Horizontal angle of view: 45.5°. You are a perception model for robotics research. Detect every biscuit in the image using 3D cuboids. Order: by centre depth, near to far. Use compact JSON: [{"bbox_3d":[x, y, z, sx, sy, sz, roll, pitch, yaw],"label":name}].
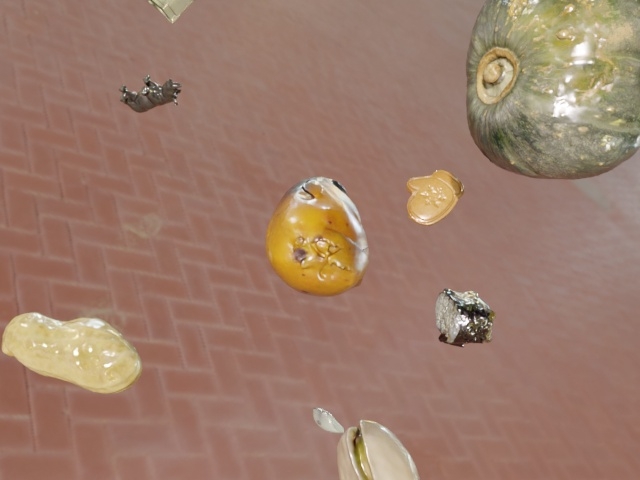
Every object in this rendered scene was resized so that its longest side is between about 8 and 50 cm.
[{"bbox_3d":[0.241,-0.100,1.684,0.118,0.140,0.023,33,-16,14],"label":"biscuit"}]

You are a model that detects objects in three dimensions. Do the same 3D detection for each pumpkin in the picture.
[{"bbox_3d":[0.372,-0.259,1.167,0.258,0.327,0.291,-1,18,-29],"label":"pumpkin"}]

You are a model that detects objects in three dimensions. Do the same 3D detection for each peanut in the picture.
[{"bbox_3d":[-0.520,0.228,1.614,0.319,0.147,0.147,14,25,13],"label":"peanut"}]

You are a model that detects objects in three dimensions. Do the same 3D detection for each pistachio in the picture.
[{"bbox_3d":[0.144,0.609,1.988,0.226,0.208,0.331,-68,141,-72],"label":"pistachio"}]

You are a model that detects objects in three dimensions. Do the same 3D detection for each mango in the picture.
[{"bbox_3d":[0.000,0.000,1.256,0.201,0.153,0.287,49,10,0],"label":"mango"}]

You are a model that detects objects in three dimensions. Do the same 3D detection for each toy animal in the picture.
[{"bbox_3d":[-0.310,-0.273,1.426,0.065,0.136,0.047,41,45,-47],"label":"toy animal"}]

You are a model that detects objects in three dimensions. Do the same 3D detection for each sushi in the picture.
[{"bbox_3d":[0.361,0.205,1.921,0.115,0.147,0.212,8,4,-7],"label":"sushi"}]

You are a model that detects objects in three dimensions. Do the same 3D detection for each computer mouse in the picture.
[{"bbox_3d":[0.017,0.445,1.844,0.110,0.056,0.032,52,58,-37],"label":"computer mouse"}]

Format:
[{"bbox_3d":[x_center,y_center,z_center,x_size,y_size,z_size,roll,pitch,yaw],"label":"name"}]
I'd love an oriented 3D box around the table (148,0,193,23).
[{"bbox_3d":[-0.144,-0.259,0.696,0.062,0.079,0.083,34,16,-48],"label":"table"}]
